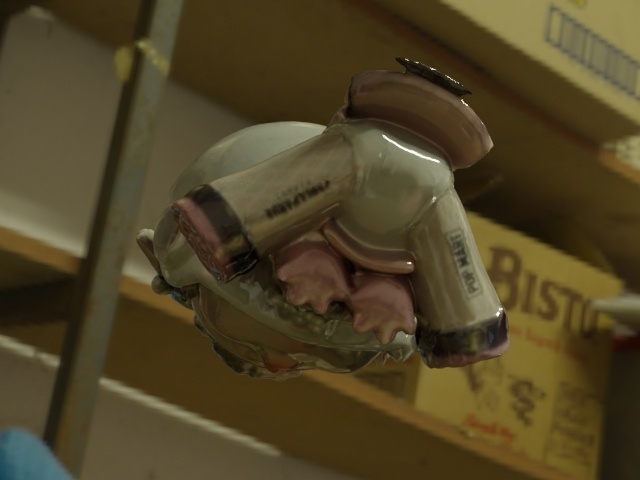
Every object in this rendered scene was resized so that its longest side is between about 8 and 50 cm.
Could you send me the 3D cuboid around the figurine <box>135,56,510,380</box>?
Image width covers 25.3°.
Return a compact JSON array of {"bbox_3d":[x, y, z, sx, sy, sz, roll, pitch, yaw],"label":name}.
[{"bbox_3d":[0.008,0.006,1.122,0.253,0.211,0.361,36,-16,-8],"label":"figurine"}]
